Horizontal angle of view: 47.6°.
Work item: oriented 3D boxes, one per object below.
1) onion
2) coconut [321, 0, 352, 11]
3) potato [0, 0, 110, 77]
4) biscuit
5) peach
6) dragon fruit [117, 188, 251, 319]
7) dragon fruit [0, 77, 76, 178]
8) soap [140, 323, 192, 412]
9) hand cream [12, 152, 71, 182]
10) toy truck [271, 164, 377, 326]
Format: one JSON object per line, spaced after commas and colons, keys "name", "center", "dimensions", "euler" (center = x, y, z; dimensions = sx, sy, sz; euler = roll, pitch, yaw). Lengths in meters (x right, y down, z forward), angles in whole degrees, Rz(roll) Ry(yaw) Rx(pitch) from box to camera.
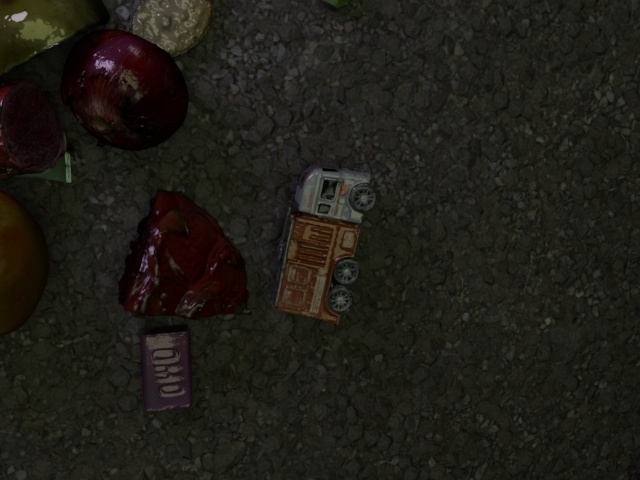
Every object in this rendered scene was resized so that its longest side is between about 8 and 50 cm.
{"name": "onion", "center": [-0.418, -0.329, 1.572], "dimensions": [0.276, 0.276, 0.276], "euler": [-3, 99, -17]}
{"name": "coconut", "center": [0.038, -0.604, 1.770], "dimensions": [0.083, 0.082, 0.081], "euler": [-21, 108, -15]}
{"name": "potato", "center": [-0.606, -0.474, 1.470], "dimensions": [0.330, 0.280, 0.212], "euler": [-33, 114, -13]}
{"name": "biscuit", "center": [-0.333, -0.541, 1.663], "dimensions": [0.179, 0.084, 0.281], "euler": [21, 91, -19]}
{"name": "peach", "center": [-0.722, 0.057, 1.532], "dimensions": [0.308, 0.307, 0.332], "euler": [-2, 130, -17]}
{"name": "dragon fruit", "center": [-0.279, 0.058, 1.701], "dimensions": [0.329, 0.228, 0.286], "euler": [23, 90, -17]}
{"name": "dragon fruit", "center": [-0.653, -0.226, 1.535], "dimensions": [0.147, 0.282, 0.211], "euler": [2, 78, 16]}
{"name": "soap", "center": [-0.380, 0.314, 1.793], "dimensions": [0.122, 0.065, 0.203], "euler": [-4, 99, -17]}
{"name": "hand cream", "center": [-0.670, -0.167, 1.637], "dimensions": [0.205, 0.050, 0.078], "euler": [-3, 96, -21]}
{"name": "toy truck", "center": [0.000, 0.000, 1.808], "dimensions": [0.207, 0.173, 0.387], "euler": [11, 98, -10]}
